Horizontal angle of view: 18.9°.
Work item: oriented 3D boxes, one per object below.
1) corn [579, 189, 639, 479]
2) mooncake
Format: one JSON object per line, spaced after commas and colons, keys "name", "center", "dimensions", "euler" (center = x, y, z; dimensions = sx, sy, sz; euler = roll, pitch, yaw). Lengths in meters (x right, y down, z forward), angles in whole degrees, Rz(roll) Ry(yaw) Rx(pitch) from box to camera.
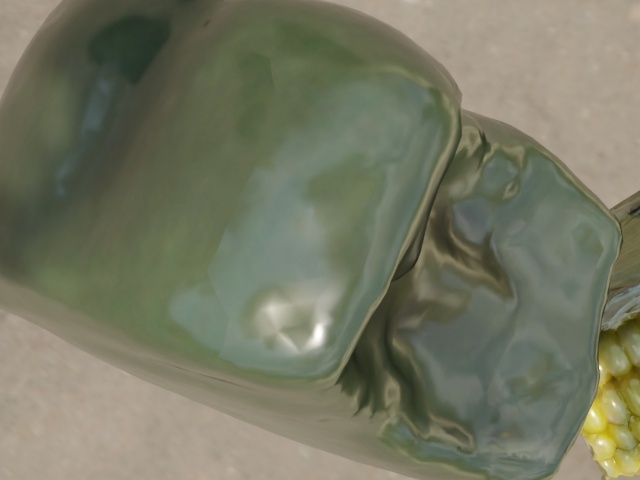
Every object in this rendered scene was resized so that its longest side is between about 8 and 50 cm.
{"name": "corn", "center": [0.202, -0.010, 0.777], "dimensions": [0.305, 0.123, 0.122], "euler": [-31, 133, 12]}
{"name": "mooncake", "center": [0.000, 0.000, 0.478], "dimensions": [0.168, 0.175, 0.104], "euler": [27, 86, -1]}
